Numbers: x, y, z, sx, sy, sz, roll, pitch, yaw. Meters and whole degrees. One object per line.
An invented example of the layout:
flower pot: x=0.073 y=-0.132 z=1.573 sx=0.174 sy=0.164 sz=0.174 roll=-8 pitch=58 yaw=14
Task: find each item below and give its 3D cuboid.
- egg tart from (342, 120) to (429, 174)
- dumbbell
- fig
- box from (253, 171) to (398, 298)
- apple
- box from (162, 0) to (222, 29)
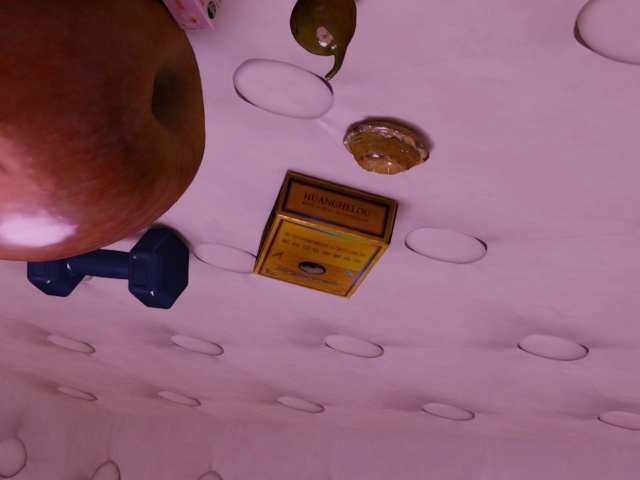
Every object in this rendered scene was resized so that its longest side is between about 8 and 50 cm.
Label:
egg tart: x=0.093 y=-0.125 z=1.461 sx=0.129 sy=0.049 sz=0.129 roll=12 pitch=159 yaw=4
dumbbell: x=-0.423 y=0.046 z=2.022 sx=0.316 sy=0.143 sz=0.156 roll=5 pitch=156 yaw=20
fig: x=0.009 y=-0.244 z=1.166 sx=0.084 sy=0.098 sz=0.082 roll=-41 pitch=158 yaw=22
box: x=0.000 y=0.000 z=1.756 sx=0.193 sy=0.084 sz=0.301 roll=16 pitch=157 yaw=-5
apple: x=-0.323 y=-0.162 z=1.195 sx=0.347 sy=0.391 sz=0.391 roll=-8 pitch=153 yaw=12
box: x=-0.149 y=-0.305 z=1.120 sx=0.043 sy=0.089 sz=0.125 roll=4 pitch=154 yaw=22
